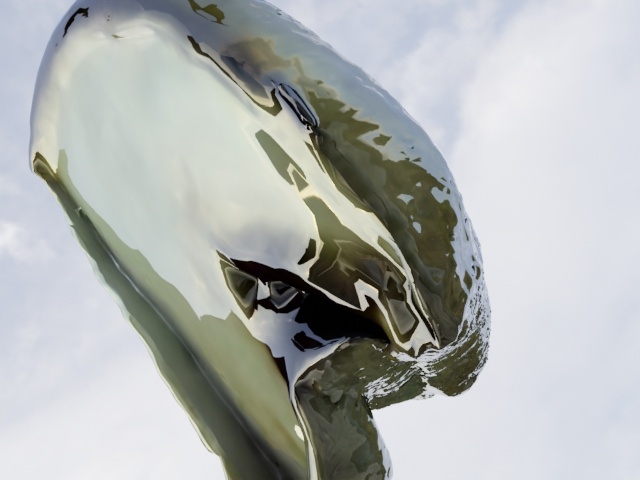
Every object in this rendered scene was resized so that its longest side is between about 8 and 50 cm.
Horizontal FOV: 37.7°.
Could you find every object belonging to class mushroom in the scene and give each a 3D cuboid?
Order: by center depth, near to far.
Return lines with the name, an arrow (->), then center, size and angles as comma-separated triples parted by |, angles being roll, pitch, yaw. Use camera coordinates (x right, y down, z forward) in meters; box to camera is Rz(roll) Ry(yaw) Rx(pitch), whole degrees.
mushroom -> 0.001, -0.009, 0.460 | 0.212, 0.292, 0.217 | -6, -33, -35
